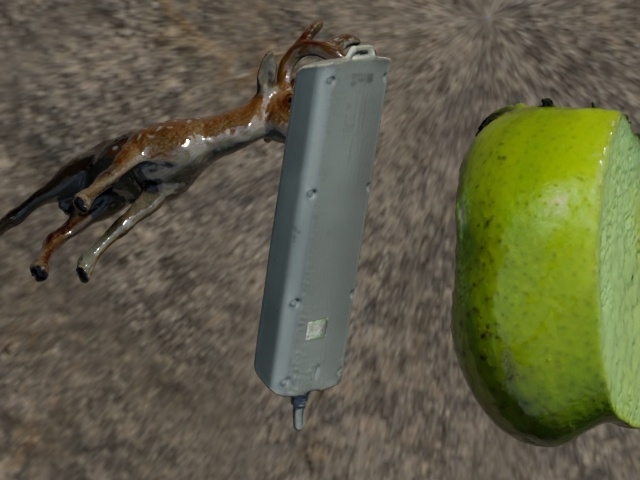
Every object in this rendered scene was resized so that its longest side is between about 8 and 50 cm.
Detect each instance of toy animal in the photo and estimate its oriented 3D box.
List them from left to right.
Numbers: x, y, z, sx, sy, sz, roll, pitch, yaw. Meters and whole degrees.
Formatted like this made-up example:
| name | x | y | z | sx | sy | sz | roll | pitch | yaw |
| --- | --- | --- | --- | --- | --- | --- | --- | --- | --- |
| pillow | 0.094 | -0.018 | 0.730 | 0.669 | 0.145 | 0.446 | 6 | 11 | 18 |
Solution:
| name | x | y | z | sx | sy | sz | roll | pitch | yaw |
| --- | --- | --- | --- | --- | --- | --- | --- | --- | --- |
| toy animal | -0.107 | -0.067 | 1.281 | 0.243 | 0.260 | 0.087 | 0 | 122 | 42 |

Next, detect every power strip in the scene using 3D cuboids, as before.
| name | x | y | z | sx | sy | sz | roll | pitch | yaw |
| --- | --- | --- | --- | --- | --- | --- | --- | --- | --- |
| power strip | 0.000 | 0.000 | 1.087 | 0.027 | 0.060 | 0.252 | 26 | 115 | 41 |

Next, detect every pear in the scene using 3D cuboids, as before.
| name | x | y | z | sx | sy | sz | roll | pitch | yaw |
| --- | --- | --- | --- | --- | --- | --- | --- | --- | --- |
| pear | 0.199 | 0.045 | 1.467 | 0.159 | 0.292 | 0.292 | 0 | 98 | 29 |
